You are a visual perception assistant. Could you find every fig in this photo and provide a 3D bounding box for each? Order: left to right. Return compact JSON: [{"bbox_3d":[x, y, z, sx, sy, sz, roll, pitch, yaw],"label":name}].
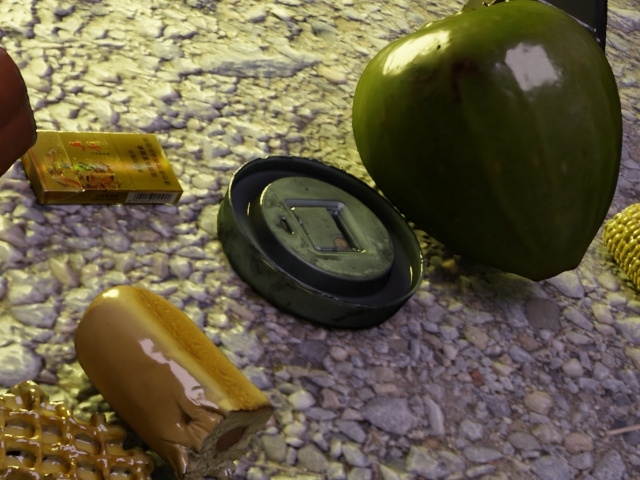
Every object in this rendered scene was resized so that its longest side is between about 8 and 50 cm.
[{"bbox_3d":[0.198,-0.104,1.498,0.316,0.316,0.316,20,37,-16],"label":"fig"}]

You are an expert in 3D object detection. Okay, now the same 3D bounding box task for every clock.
[{"bbox_3d":[0.000,0.000,1.408,0.226,0.049,0.226,19,37,-15],"label":"clock"}]

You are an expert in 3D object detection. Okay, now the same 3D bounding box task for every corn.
[{"bbox_3d":[0.438,0.058,1.626,0.093,0.093,0.244,-5,49,-40],"label":"corn"}]

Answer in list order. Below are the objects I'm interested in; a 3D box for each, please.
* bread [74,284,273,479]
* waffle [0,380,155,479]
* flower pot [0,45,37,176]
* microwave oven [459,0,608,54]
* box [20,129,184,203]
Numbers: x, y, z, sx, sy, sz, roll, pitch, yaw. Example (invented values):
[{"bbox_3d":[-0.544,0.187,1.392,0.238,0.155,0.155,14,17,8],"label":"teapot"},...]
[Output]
[{"bbox_3d":[-0.128,0.121,1.126,0.173,0.085,0.134,45,12,18],"label":"bread"},{"bbox_3d":[-0.214,0.179,1.037,0.192,0.046,0.160,35,34,4],"label":"waffle"},{"bbox_3d":[-0.364,-0.082,1.139,0.190,0.190,0.173,30,50,-3],"label":"flower pot"},{"bbox_3d":[0.289,-0.281,1.845,0.188,0.178,0.247,26,36,-3],"label":"microwave oven"},{"bbox_3d":[-0.220,-0.073,1.350,0.156,0.022,0.089,1,46,-36],"label":"box"}]
